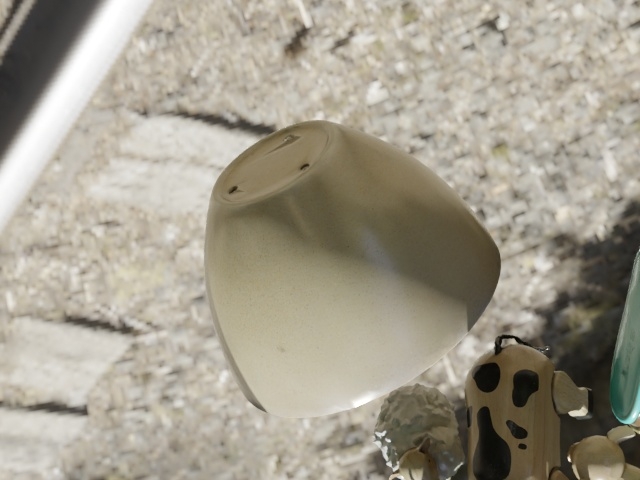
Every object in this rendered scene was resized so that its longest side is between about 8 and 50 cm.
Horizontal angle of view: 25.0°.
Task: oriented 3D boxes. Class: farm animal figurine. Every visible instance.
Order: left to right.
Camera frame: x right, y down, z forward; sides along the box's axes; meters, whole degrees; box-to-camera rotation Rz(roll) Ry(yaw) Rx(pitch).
[{"bbox_3d":[0.204,0.232,1.340,0.330,0.326,0.172,-27,146,24],"label":"farm animal figurine"}]

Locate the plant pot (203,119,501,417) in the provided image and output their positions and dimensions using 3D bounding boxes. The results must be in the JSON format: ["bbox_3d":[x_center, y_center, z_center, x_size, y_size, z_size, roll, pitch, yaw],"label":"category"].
[{"bbox_3d":[0.000,0.000,1.357,0.284,0.284,0.191,-26,116,12],"label":"plant pot"}]

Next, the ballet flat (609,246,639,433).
[{"bbox_3d":[0.311,-0.002,1.171,0.123,0.123,0.348,-5,112,-18],"label":"ballet flat"}]
